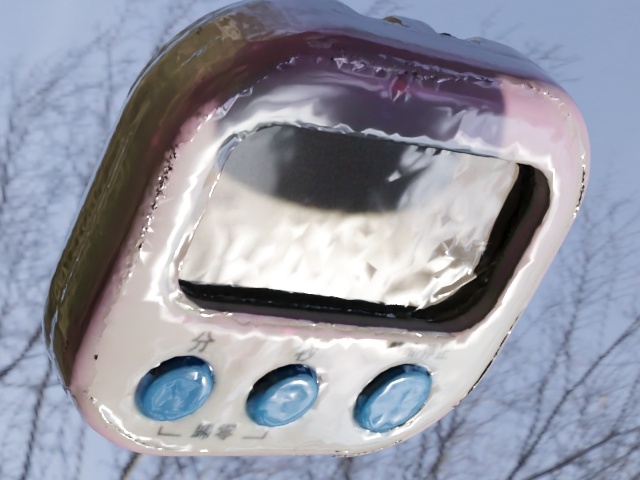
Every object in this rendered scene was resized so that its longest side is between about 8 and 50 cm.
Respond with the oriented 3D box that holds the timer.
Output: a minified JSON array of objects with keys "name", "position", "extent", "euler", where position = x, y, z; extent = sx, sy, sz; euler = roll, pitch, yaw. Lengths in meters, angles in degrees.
[{"name":"timer","position":[0.000,0.000,0.610],"extent":[0.069,0.208,0.191],"euler":[52,-56,44]}]
